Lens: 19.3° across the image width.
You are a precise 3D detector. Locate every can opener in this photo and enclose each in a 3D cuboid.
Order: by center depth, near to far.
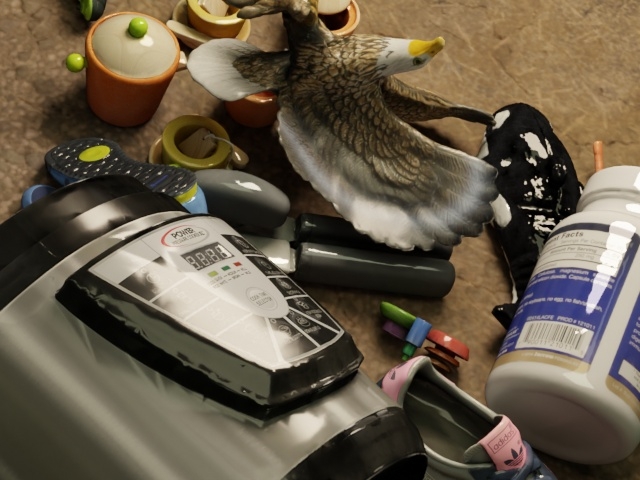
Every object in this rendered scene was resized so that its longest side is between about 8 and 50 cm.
[{"bbox_3d":[0.000,0.000,1.839,0.280,0.093,0.074,11,51,-14],"label":"can opener"}]

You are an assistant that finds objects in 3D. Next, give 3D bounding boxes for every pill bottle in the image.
[{"bbox_3d":[0.270,0.067,1.795,0.153,0.153,0.265,25,62,4],"label":"pill bottle"}]

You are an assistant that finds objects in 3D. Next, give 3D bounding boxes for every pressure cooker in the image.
[{"bbox_3d":[-0.175,0.157,1.495,0.420,0.370,0.375,42,71,17],"label":"pressure cooker"}]

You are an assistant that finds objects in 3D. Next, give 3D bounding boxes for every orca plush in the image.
[{"bbox_3d":[0.211,-0.042,1.914,0.151,0.102,0.287,19,52,-1],"label":"orca plush"}]

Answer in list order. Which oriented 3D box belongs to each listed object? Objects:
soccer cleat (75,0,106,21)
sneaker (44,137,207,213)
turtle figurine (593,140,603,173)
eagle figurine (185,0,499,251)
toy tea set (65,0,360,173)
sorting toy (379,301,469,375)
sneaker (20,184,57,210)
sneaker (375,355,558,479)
[{"bbox_3d":[-0.226,-0.303,2.014,0.072,0.060,0.179,8,50,-12],"label":"soccer cleat"},{"bbox_3d":[-0.189,-0.040,1.811,0.209,0.082,0.069,21,45,39],"label":"sneaker"},{"bbox_3d":[0.403,-0.011,1.955,0.217,0.087,0.270,-6,57,-20],"label":"turtle figurine"},{"bbox_3d":[0.043,-0.144,1.848,0.226,0.298,0.225,-46,33,-17],"label":"eagle figurine"},{"bbox_3d":[-0.097,-0.204,1.933,0.200,0.124,0.336,35,53,11],"label":"toy tea set"},{"bbox_3d":[0.093,0.099,1.817,0.102,0.061,0.042,28,86,15],"label":"sorting toy"},{"bbox_3d":[-0.230,-0.009,1.795,0.053,0.059,0.144,-34,67,-31],"label":"sneaker"},{"bbox_3d":[0.168,0.230,1.684,0.319,0.131,0.112,36,53,11],"label":"sneaker"}]
